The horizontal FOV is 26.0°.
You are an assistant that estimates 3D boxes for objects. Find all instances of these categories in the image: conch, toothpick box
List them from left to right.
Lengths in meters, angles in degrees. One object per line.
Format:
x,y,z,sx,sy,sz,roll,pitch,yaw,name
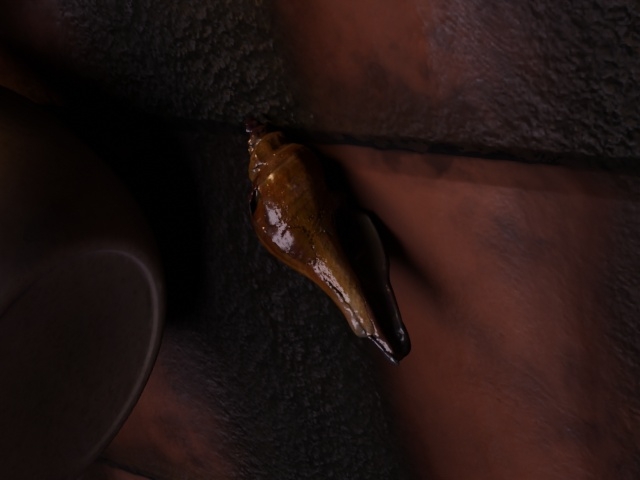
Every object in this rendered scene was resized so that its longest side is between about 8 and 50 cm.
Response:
-0.391,0.037,1.298,0.425,0.409,0.409,28,138,26,toothpick box
-0.002,-0.001,1.151,0.232,0.086,0.080,54,142,-6,conch
